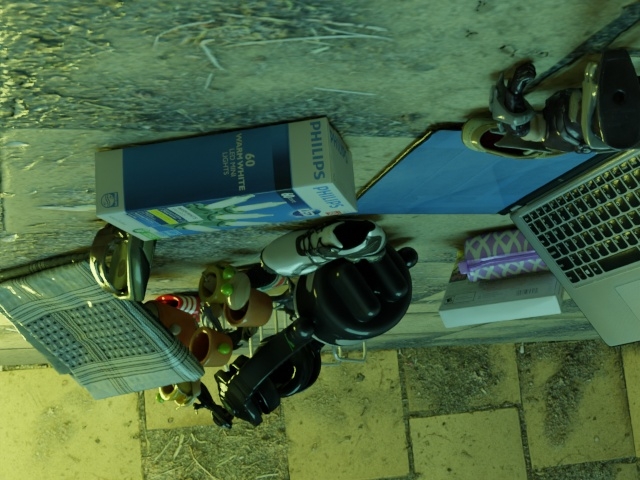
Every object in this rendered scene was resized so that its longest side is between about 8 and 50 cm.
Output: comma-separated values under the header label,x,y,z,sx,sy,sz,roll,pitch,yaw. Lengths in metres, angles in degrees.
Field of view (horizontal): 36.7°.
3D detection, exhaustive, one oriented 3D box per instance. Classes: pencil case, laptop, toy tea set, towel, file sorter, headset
label,x,y,z,sx,sy,sz,roll,pitch,yaw
pencil case,0.339,0.020,1.599,0.206,0.086,0.088,-12,-159,27
laptop,0.284,0.017,1.243,0.236,0.408,0.382,-36,179,-19
toy tea set,-0.230,0.144,1.707,0.124,0.200,0.336,16,132,-39
towel,-0.405,0.157,1.664,0.324,0.056,0.312,-12,129,37
file sorter,-0.055,0.193,2.095,0.278,0.173,0.193,-10,168,23
headset,-0.127,0.252,1.903,0.243,0.185,0.394,-29,161,-47

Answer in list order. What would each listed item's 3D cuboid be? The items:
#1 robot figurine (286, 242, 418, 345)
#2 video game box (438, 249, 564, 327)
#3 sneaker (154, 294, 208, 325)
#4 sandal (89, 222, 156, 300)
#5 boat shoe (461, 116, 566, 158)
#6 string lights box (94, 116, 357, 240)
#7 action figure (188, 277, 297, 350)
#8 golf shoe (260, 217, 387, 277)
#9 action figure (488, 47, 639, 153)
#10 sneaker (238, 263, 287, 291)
label,x,y,z,sx,sy,sz,roll,pitch,yaw
robot figurine,0.054,0.091,1.628,0.209,0.173,0.278,6,166,-13
video game box,0.323,0.069,1.674,0.205,0.048,0.187,-10,-148,27
sneaker,-0.323,0.159,2.101,0.128,0.087,0.221,12,150,-28
sandal,-0.288,0.029,1.374,0.086,0.120,0.303,14,163,-17
boat shoe,0.219,-0.106,1.019,0.136,0.050,0.045,-2,-161,-9
string lights box,-0.101,-0.064,1.063,0.260,0.076,0.133,-7,167,13
action figure,-0.174,0.148,1.900,0.276,0.140,0.164,-26,176,2
golf shoe,0.000,0.000,1.455,0.198,0.077,0.094,-12,157,4
action figure,0.256,-0.125,0.868,0.186,0.099,0.285,-11,-179,-2
sneaker,-0.137,0.081,1.801,0.161,0.057,0.075,-13,161,24
